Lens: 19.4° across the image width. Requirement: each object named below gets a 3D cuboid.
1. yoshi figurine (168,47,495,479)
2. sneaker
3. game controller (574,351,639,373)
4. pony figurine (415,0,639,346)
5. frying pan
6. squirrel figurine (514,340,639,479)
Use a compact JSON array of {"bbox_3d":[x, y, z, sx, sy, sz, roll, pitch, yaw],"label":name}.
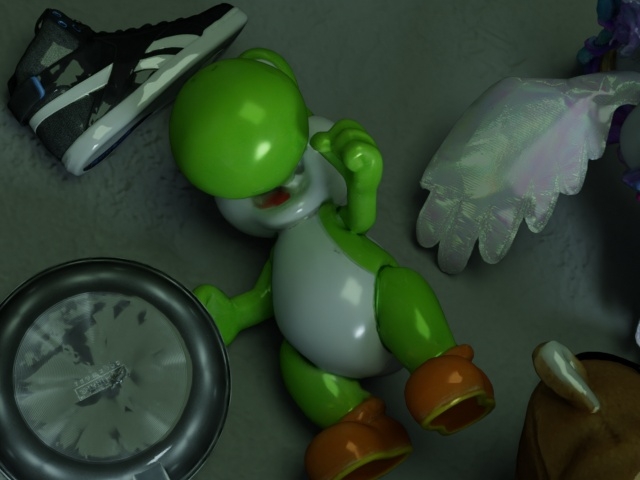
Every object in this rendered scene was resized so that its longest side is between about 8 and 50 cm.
[{"bbox_3d":[-0.019,0.002,1.453,0.203,0.203,0.362,-19,70,-22],"label":"yoshi figurine"},{"bbox_3d":[-0.165,-0.161,1.538,0.121,0.079,0.217,45,59,3],"label":"sneaker"},{"bbox_3d":[0.230,0.240,1.503,0.166,0.067,0.319,27,57,-7],"label":"game controller"},{"bbox_3d":[0.293,-0.092,1.572,0.302,0.363,0.351,31,73,-14],"label":"pony figurine"},{"bbox_3d":[-0.157,0.168,1.384,0.197,0.053,0.326,-4,76,-7],"label":"frying pan"},{"bbox_3d":[0.208,0.251,1.307,0.397,0.281,0.370,-19,52,-16],"label":"squirrel figurine"}]
